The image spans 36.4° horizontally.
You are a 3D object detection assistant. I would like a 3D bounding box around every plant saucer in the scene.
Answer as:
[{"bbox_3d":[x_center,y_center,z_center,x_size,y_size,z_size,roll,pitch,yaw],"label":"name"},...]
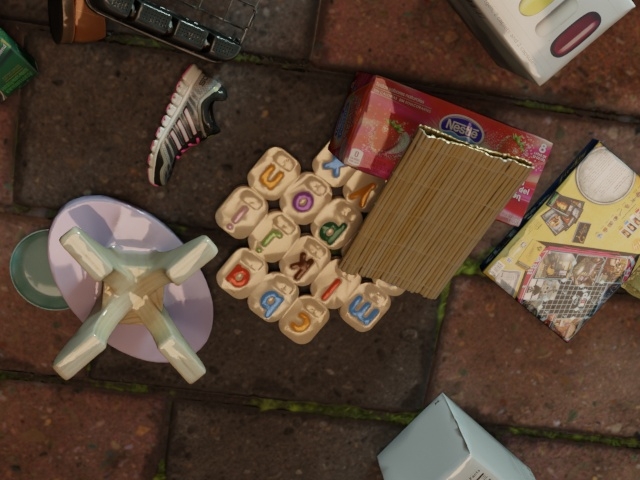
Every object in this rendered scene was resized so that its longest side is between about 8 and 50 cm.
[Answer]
[{"bbox_3d":[-0.369,0.038,1.351,0.119,0.021,0.119,-1,107,-4],"label":"plant saucer"}]

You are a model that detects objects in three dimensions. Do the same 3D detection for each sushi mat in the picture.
[{"bbox_3d":[0.139,-0.024,1.256,0.151,0.019,0.317,15,143,-10],"label":"sushi mat"}]

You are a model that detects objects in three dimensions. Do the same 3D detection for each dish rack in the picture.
[{"bbox_3d":[-0.145,-0.368,1.193,0.208,0.074,0.272,19,101,-29],"label":"dish rack"}]

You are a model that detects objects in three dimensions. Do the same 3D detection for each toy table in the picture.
[{"bbox_3d":[-0.244,0.070,1.285,0.274,0.161,0.252,38,93,-20],"label":"toy table"}]

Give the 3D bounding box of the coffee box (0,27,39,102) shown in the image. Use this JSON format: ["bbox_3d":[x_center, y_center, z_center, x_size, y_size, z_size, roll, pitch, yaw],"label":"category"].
[{"bbox_3d":[-0.455,-0.240,1.203,0.113,0.040,0.184,-35,135,7],"label":"coffee box"}]

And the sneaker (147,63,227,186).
[{"bbox_3d":[-0.173,-0.143,1.287,0.074,0.063,0.170,23,100,-5],"label":"sneaker"}]

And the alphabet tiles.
[{"bbox_3d":[0.000,0.000,1.370,0.284,0.021,0.278,38,98,-15],"label":"alphabet tiles"}]

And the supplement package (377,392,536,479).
[{"bbox_3d":[0.215,0.372,1.417,0.203,0.194,0.149,42,99,-15],"label":"supplement package"}]

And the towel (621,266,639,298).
[{"bbox_3d":[0.492,0.017,1.416,0.110,0.027,0.148,29,104,-12],"label":"towel"}]

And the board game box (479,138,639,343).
[{"bbox_3d":[0.368,0.002,1.377,0.165,0.042,0.243,40,101,-4],"label":"board game box"}]

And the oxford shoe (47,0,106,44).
[{"bbox_3d":[-0.298,-0.354,1.217,0.076,0.076,0.212,-7,111,-31],"label":"oxford shoe"}]

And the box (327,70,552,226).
[{"bbox_3d":[0.153,-0.123,1.280,0.256,0.128,0.123,19,99,-12],"label":"box"}]

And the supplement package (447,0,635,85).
[{"bbox_3d":[0.219,-0.345,1.183,0.145,0.204,0.262,-40,106,8],"label":"supplement package"}]
